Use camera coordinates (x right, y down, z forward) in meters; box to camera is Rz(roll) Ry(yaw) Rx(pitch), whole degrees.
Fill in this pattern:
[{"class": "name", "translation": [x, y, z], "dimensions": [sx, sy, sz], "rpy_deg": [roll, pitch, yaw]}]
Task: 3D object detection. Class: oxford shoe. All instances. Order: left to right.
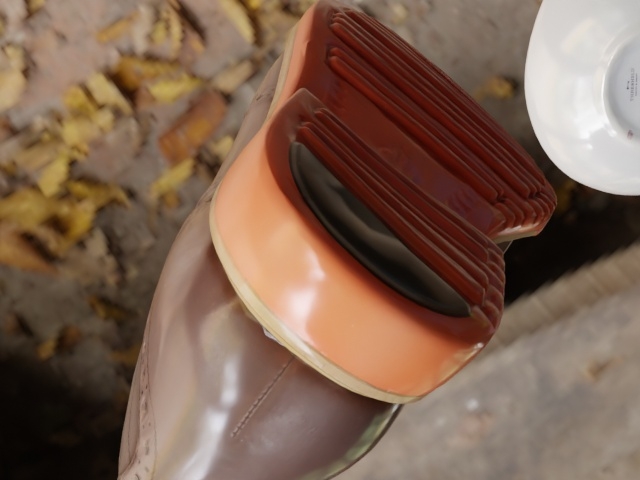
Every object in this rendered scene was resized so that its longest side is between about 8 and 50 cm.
[{"class": "oxford shoe", "translation": [0.000, 0.000, 0.564], "dimensions": [0.098, 0.097, 0.271], "rpy_deg": [-49, 179, 19]}]

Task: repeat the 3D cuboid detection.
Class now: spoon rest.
[{"class": "spoon rest", "translation": [0.184, -0.157, 1.068], "dimensions": [0.137, 0.084, 0.276], "rpy_deg": [-1, 112, -7]}]
